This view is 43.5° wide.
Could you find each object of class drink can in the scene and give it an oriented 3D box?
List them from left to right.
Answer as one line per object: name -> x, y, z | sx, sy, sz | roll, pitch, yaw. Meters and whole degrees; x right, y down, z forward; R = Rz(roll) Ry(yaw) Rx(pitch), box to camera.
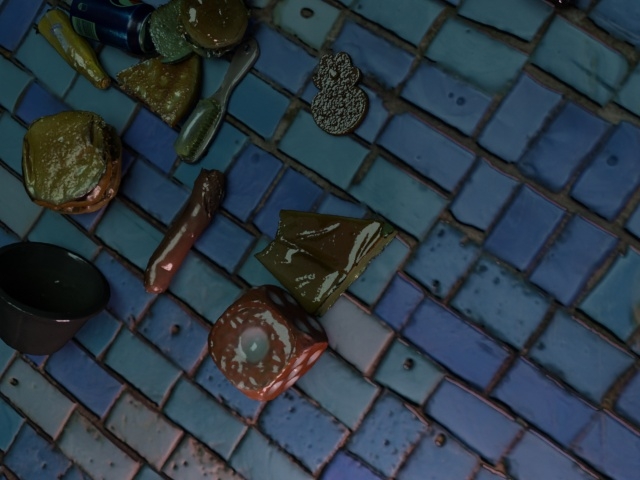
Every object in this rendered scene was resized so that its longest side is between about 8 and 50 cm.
drink can -> -0.456, -0.492, 1.807 | 0.205, 0.118, 0.118 | 22, 92, 18

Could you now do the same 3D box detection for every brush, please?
brush -> -0.228, -0.309, 1.745 | 0.072, 0.067, 0.313 | 34, 94, 19

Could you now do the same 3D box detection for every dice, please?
dice -> -0.103, 0.200, 1.601 | 0.174, 0.179, 0.175 | 44, 104, 16

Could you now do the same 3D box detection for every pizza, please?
pizza -> -0.356, -0.354, 1.787 | 0.193, 0.053, 0.201 | 18, 76, 13

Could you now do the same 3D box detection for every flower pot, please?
flower pot -> -0.611, 0.142, 1.758 | 0.269, 0.269, 0.166 | 34, 117, 18

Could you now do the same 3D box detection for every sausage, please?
sausage -> -0.294, -0.020, 1.736 | 0.078, 0.078, 0.304 | 33, 94, 18

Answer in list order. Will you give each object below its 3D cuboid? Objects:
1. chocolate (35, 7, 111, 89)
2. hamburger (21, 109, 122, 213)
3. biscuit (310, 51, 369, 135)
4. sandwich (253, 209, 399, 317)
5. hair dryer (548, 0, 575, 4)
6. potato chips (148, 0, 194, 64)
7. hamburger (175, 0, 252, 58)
chocolate -> -0.563, -0.439, 1.862 | 0.085, 0.085, 0.219 | -45, 77, 10
hamburger -> -0.549, -0.172, 1.790 | 0.244, 0.163, 0.244 | -3, 78, 13
biscuit -> 0.039, -0.305, 1.674 | 0.124, 0.026, 0.175 | -4, 84, 17
sandwich -> 0.000, 0.000, 1.641 | 0.212, 0.063, 0.245 | 44, 98, 18
hair dryer -> 0.490, -0.632, 1.531 | 0.340, 0.123, 0.312 | -30, 66, 3
potato chips -> -0.309, -0.479, 1.765 | 0.142, 0.026, 0.209 | 9, 75, -22
hamburger -> -0.220, -0.480, 1.708 | 0.185, 0.131, 0.159 | -42, 92, -15
